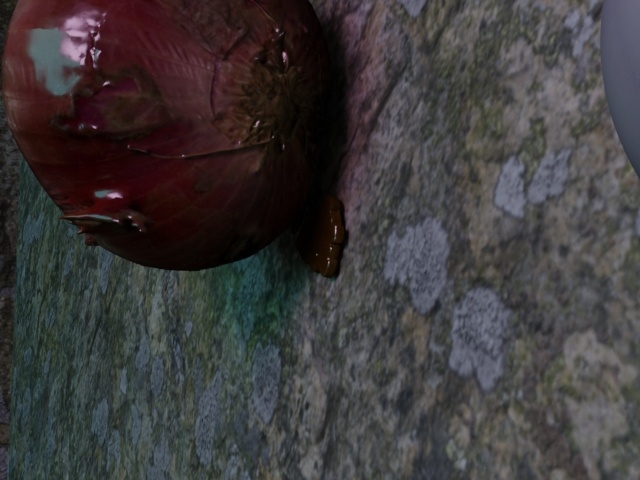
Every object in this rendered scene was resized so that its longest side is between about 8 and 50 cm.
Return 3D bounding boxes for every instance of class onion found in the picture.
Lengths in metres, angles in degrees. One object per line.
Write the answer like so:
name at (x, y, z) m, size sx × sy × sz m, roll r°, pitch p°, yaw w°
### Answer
onion at (-0.143, -0.137, 0.920) m, size 0.353 × 0.353 × 0.353 m, roll -31°, pitch 53°, yaw 55°

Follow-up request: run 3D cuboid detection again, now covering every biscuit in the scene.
biscuit at (0.000, 0.000, 0.931) m, size 0.092 × 0.016 × 0.082 m, roll 158°, pitch 115°, yaw -62°

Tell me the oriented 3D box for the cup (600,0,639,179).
cup at (0.252, -0.090, 0.276) m, size 0.317 × 0.212 × 0.212 m, roll -19°, pitch 64°, yaw 62°
